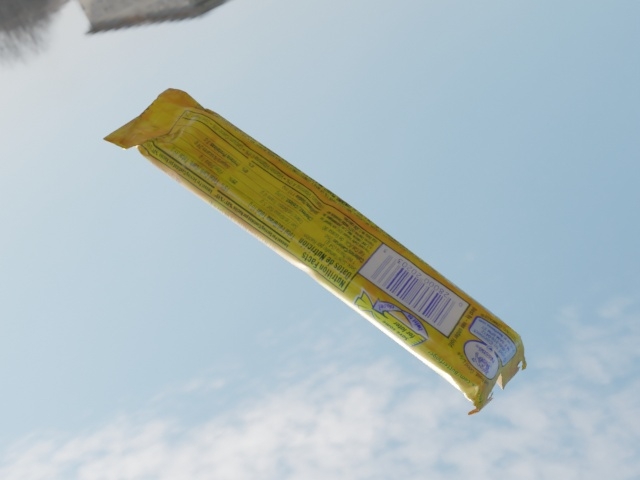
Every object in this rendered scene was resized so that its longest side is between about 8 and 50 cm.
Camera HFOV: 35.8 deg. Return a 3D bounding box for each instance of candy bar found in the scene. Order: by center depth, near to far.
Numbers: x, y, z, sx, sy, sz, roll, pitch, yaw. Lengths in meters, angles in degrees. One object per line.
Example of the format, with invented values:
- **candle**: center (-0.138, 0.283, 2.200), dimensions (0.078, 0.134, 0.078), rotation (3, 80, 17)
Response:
- **candy bar**: center (0.000, 0.000, 0.335), dimensions (0.040, 0.161, 0.018), rotation (-46, 169, -45)
